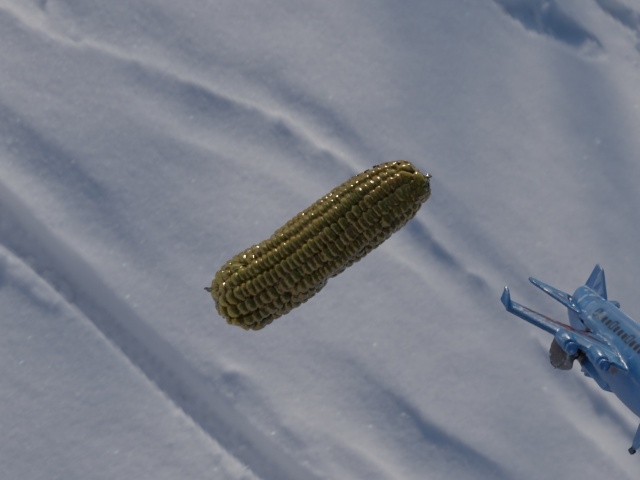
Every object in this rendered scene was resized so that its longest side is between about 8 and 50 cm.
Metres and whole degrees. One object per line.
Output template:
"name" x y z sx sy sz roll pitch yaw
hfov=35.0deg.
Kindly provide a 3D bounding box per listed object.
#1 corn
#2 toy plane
"corn" 0.000 0.002 1.241 0.102 0.313 0.102 52 6 -8
"toy plane" 0.315 0.121 1.073 0.254 0.105 0.271 15 29 -17
